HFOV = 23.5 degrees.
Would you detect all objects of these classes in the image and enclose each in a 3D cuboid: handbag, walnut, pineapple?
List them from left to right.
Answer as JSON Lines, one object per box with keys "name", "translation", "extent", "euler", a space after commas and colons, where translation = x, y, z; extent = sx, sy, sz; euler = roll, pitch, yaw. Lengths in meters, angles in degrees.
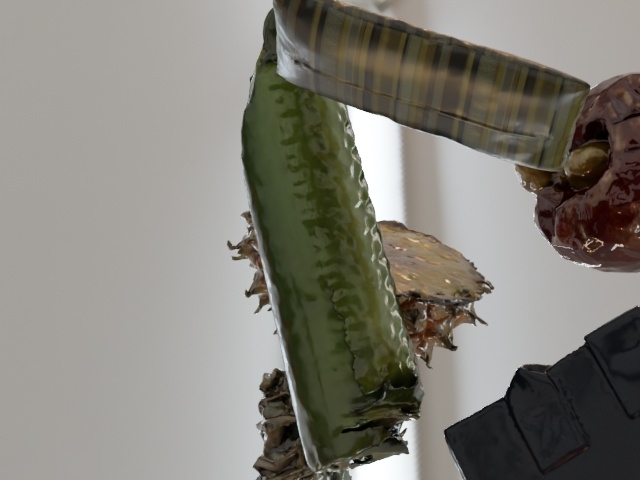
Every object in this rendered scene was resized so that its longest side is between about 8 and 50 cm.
{"name": "pineapple", "translation": [0.010, 0.129, 1.476], "extent": [0.262, 0.262, 0.272], "euler": [37, -63, 54]}
{"name": "walnut", "translation": [0.362, -0.068, 1.700], "extent": [0.244, 0.269, 0.222], "euler": [-14, -107, 60]}
{"name": "handbag", "translation": [0.277, 0.153, 1.191], "extent": [0.325, 0.118, 0.269], "euler": [-30, -118, 10]}

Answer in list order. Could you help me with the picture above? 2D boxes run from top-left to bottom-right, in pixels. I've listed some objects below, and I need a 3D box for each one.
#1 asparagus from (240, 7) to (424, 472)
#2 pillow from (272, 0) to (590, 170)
{"name": "asparagus", "translation": [0.000, 0.000, 1.264], "extent": [0.108, 0.382, 0.128], "euler": [-13, 180, -4]}
{"name": "pillow", "translation": [0.064, -0.100, 0.965], "extent": [0.203, 0.113, 0.038], "euler": [18, -112, 9]}
